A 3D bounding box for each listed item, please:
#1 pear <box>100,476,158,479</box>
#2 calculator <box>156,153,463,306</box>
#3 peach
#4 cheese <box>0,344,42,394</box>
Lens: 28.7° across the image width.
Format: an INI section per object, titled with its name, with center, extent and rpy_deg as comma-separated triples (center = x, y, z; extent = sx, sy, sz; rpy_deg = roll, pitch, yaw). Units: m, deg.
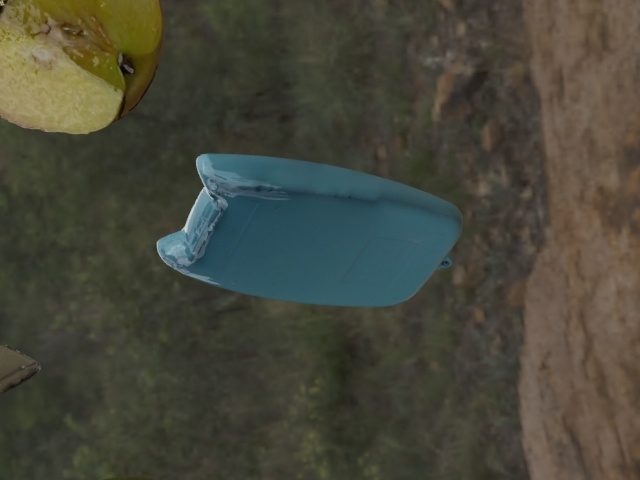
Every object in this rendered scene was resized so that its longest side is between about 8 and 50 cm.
[pear]
center = -0.215, 0.426, 1.554
extent = 0.253, 0.307, 0.253
rpy_deg = -161, 90, -82
[calculator]
center = 0.000, 0.000, 1.615
extent = 0.256, 0.386, 0.054
rpy_deg = 123, 149, -46
[peach]
center = -0.182, -0.142, 0.883
extent = 0.118, 0.151, 0.151
rpy_deg = -144, 48, -76
[cheese]
center = -0.582, 0.247, 1.838
extent = 0.085, 0.400, 0.034
rpy_deg = 31, 122, 22
